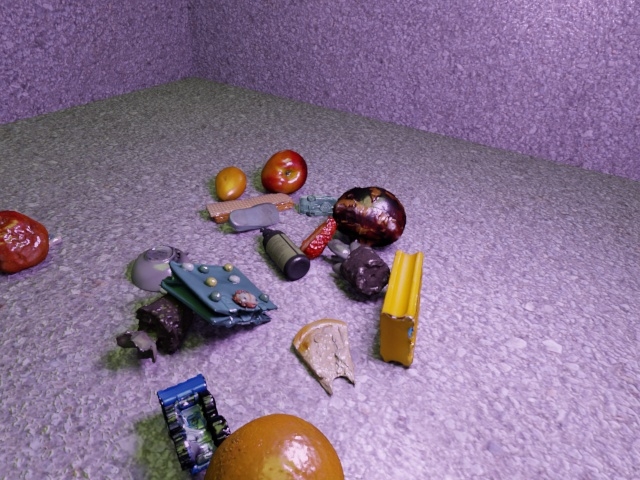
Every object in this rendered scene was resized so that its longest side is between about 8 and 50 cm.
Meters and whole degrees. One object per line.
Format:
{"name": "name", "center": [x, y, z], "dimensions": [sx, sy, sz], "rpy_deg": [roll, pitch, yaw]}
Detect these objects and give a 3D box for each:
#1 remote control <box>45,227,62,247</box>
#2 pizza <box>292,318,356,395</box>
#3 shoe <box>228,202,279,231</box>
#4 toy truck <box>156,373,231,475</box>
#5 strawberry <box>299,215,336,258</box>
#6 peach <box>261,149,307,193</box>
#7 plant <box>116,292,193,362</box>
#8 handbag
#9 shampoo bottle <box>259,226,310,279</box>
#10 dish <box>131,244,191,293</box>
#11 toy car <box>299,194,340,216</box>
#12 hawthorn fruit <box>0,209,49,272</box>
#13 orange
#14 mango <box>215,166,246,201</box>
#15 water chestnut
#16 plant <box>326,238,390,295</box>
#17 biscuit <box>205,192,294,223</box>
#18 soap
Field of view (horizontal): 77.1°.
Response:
{"name": "remote control", "center": [-1.021, -0.011, 1.482], "dimensions": [0.122, 0.032, 0.074], "rpy_deg": [19, 37, 20]}
{"name": "pizza", "center": [0.016, 0.323, 1.152], "dimensions": [0.181, 0.034, 0.262], "rpy_deg": [-2, 36, -13]}
{"name": "shoe", "center": [-0.284, -0.093, 1.665], "dimensions": [0.100, 0.103, 0.251], "rpy_deg": [-22, -5, 43]}
{"name": "toy truck", "center": [-0.283, 0.413, 0.904], "dimensions": [0.113, 0.126, 0.208], "rpy_deg": [-16, 37, -27]}
{"name": "strawberry", "center": [0.000, 0.000, 1.509], "dimensions": [0.082, 0.188, 0.121], "rpy_deg": [44, 0, -13]}
{"name": "peach", "center": [-0.172, -0.316, 1.902], "dimensions": [0.244, 0.199, 0.243], "rpy_deg": [-34, 19, 13]}
{"name": "plant", "center": [-0.449, 0.243, 1.116], "dimensions": [0.143, 0.131, 0.203], "rpy_deg": [15, 36, 7]}
{"name": "handbag", "center": [-0.294, 0.148, 1.202], "dimensions": [0.274, 0.100, 0.269], "rpy_deg": [29, 8, 33]}
{"name": "shampoo bottle", "center": [-0.147, 0.030, 1.490], "dimensions": [0.101, 0.101, 0.284], "rpy_deg": [-17, 41, -29]}
{"name": "dish", "center": [-0.539, 0.071, 1.387], "dimensions": [0.236, 0.086, 0.228], "rpy_deg": [29, 41, 29]}
{"name": "toy car", "center": [0.016, -0.159, 1.794], "dimensions": [0.225, 0.090, 0.076], "rpy_deg": [2, 29, -6]}
{"name": "hawthorn fruit", "center": [-1.020, -0.016, 1.308], "dimensions": [0.208, 0.243, 0.207], "rpy_deg": [6, 48, -6]}
{"name": "orange", "center": [-0.086, 0.462, 0.742], "dimensions": [0.275, 0.274, 0.274], "rpy_deg": [4, 35, -3]}
{"name": "mango", "center": [-0.417, -0.255, 1.860], "dimensions": [0.145, 0.112, 0.219], "rpy_deg": [4, 47, -4]}
{"name": "water chestnut", "center": [0.178, -0.066, 1.569], "dimensions": [0.300, 0.299, 0.300], "rpy_deg": [4, 35, -3]}
{"name": "plant", "center": [0.126, 0.085, 1.417], "dimensions": [0.149, 0.146, 0.274], "rpy_deg": [-39, 32, -7]}
{"name": "biscuit", "center": [-0.302, -0.145, 1.757], "dimensions": [0.379, 0.054, 0.094], "rpy_deg": [-14, 40, -26]}
{"name": "soap", "center": [0.251, 0.197, 1.225], "dimensions": [0.096, 0.204, 0.324], "rpy_deg": [5, 33, 16]}
